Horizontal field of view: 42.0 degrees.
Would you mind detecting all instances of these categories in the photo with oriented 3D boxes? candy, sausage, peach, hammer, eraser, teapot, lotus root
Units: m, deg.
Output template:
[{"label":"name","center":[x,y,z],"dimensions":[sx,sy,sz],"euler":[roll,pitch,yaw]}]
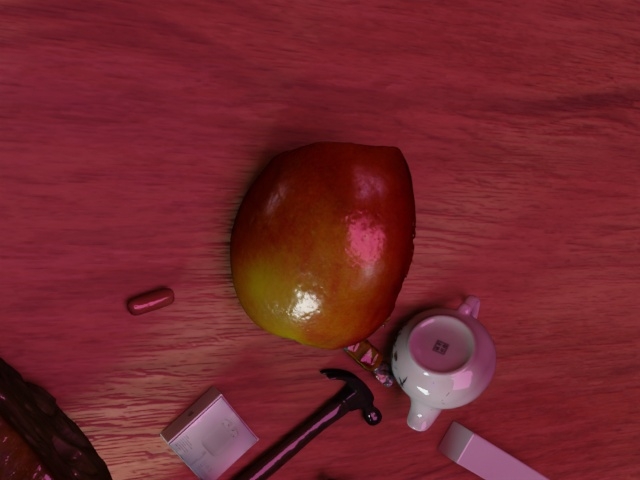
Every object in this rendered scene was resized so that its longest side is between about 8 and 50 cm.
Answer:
[{"label":"candy","center":[0.085,0.226,1.676],"dimensions":[0.182,0.046,0.053],"euler":[45,81,-23]},{"label":"sausage","center":[-0.295,0.106,1.452],"dimensions":[0.083,0.034,0.034],"euler":[-17,108,-25]},{"label":"peach","center":[0.000,0.000,1.447],"dimensions":[0.242,0.306,0.380],"euler":[9,100,-36]},{"label":"hammer","center":[-0.074,0.421,1.628],"dimensions":[0.440,0.044,0.168],"euler":[-38,116,-17]},{"label":"eraser","center":[0.398,0.510,1.883],"dimensions":[0.298,0.076,0.078],"euler":[35,83,-29]},{"label":"teapot","center":[0.260,0.230,1.696],"dimensions":[0.299,0.208,0.166],"euler":[-49,140,-33]},{"label":"lotus root","center":[-0.450,0.286,1.223],"dimensions":[0.111,0.375,0.390],"euler":[-42,128,-10]}]

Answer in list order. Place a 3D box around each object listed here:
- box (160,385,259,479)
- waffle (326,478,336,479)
[{"label":"box","center":[-0.203,0.364,1.544],"dimensions":[0.129,0.051,0.130],"euler":[-42,117,-16]},{"label":"waffle","center":[0.024,0.691,1.679],"dimensions":[0.382,0.095,0.379],"euler":[35,94,-18]}]
